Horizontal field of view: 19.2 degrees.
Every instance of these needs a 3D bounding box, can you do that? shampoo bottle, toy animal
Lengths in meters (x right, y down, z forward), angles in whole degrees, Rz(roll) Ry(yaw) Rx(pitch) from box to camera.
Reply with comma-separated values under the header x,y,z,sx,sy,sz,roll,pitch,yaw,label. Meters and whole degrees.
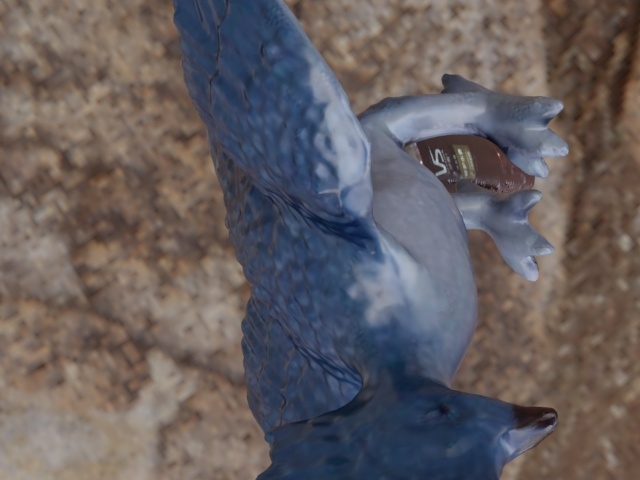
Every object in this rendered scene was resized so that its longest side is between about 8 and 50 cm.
x,y,z,sx,sy,sz,roll,pitch,yaw,label
0.059,-0.045,1.181,0.067,0.068,0.236,-44,162,24,shampoo bottle
0.000,0.000,0.605,0.176,0.255,0.239,-28,127,-32,toy animal
